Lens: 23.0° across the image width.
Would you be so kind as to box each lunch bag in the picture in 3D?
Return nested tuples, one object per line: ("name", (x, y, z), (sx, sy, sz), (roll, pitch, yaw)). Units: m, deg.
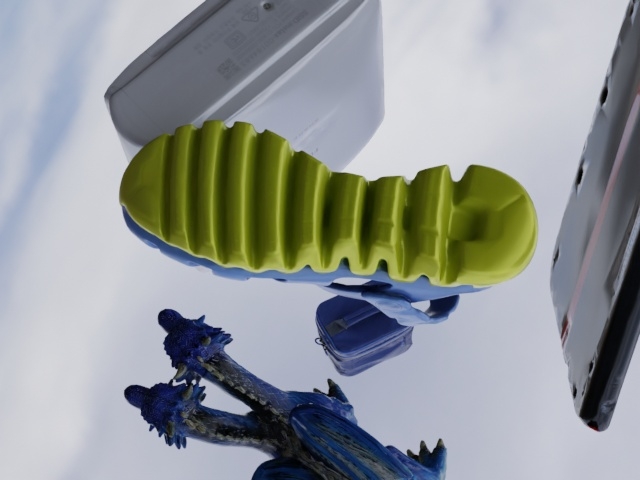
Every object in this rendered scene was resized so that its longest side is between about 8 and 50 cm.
("lunch bag", (0.040, 0.082, 1.524), (0.098, 0.065, 0.067), (-25, -119, -13))

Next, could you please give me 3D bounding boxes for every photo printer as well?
("photo printer", (-0.056, -0.107, 1.408), (0.256, 0.107, 0.307), (-41, 162, -13))

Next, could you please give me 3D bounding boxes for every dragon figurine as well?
("dragon figurine", (0.012, 0.144, 0.945), (0.085, 0.289, 0.144), (-58, 158, 8))

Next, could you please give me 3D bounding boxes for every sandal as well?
("sandal", (0.000, 0.000, 1.210), (0.138, 0.317, 0.126), (98, 6, -63))

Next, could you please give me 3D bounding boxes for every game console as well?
("game console", (0.310, -0.051, 1.543), (0.342, 0.060, 0.386), (-86, -172, -66))
